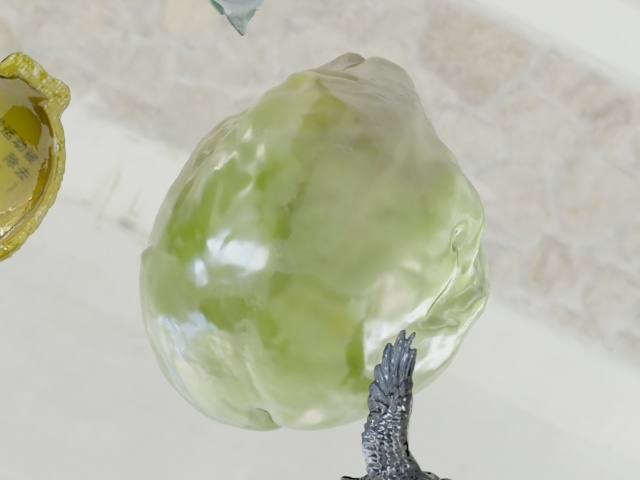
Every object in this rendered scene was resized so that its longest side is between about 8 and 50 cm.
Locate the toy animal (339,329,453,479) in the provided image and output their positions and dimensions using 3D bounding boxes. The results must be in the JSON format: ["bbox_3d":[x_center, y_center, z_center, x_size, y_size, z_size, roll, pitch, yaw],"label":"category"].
[{"bbox_3d":[0.057,0.172,1.039,0.062,0.220,0.108,-3,175,-19],"label":"toy animal"}]

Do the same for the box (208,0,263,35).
[{"bbox_3d":[-0.024,-0.344,1.100,0.264,0.106,0.337,62,-146,-33],"label":"box"}]

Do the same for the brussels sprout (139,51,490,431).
[{"bbox_3d":[0.002,0.006,1.182,0.242,0.316,0.274,38,172,-24],"label":"brussels sprout"}]

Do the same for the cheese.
[{"bbox_3d":[-0.293,-0.028,1.118,0.177,0.270,0.069,37,169,21],"label":"cheese"}]
